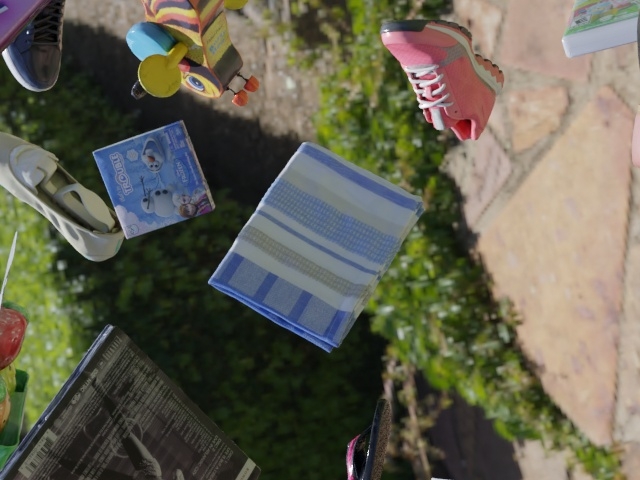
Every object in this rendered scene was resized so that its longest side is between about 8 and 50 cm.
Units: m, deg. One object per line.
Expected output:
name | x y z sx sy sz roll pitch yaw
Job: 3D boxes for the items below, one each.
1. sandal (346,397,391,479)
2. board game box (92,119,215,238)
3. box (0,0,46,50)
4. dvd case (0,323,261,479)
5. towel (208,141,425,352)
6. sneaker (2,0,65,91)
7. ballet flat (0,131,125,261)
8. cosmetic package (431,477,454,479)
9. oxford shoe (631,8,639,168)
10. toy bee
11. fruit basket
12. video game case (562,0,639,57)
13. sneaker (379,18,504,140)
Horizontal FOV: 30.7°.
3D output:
sandal | 0.047 0.268 1.355 0.067 0.040 0.179 -19 -58 -70
board game box | -0.158 -0.057 1.109 0.020 0.090 0.090 -72 -37 -75
box | -0.244 -0.156 0.726 0.117 0.243 0.213 43 -164 -16
dvd case | -0.159 0.206 1.024 0.018 0.164 0.221 -2 136 47
towel | 0.000 0.000 1.646 0.209 0.285 0.034 29 150 7
sneaker | -0.363 -0.312 1.549 0.163 0.086 0.226 8 105 52
ballet flat | -0.368 -0.074 1.626 0.248 0.086 0.086 42 165 -11
cosmetic package | 0.236 0.535 2.010 0.099 0.060 0.239 -4 74 42
oxford shoe | 0.275 -0.131 0.734 0.397 0.141 0.146 -28 -65 -69
toy bee | -0.144 -0.248 1.451 0.195 0.162 0.298 -60 -7 -4
fruit basket | -0.528 0.206 1.877 0.327 0.166 0.353 -109 41 -64
video game case | 0.331 -0.230 1.041 0.023 0.213 0.193 67 -153 -21
sneaker | 0.198 -0.250 1.854 0.116 0.314 0.136 4 77 37
